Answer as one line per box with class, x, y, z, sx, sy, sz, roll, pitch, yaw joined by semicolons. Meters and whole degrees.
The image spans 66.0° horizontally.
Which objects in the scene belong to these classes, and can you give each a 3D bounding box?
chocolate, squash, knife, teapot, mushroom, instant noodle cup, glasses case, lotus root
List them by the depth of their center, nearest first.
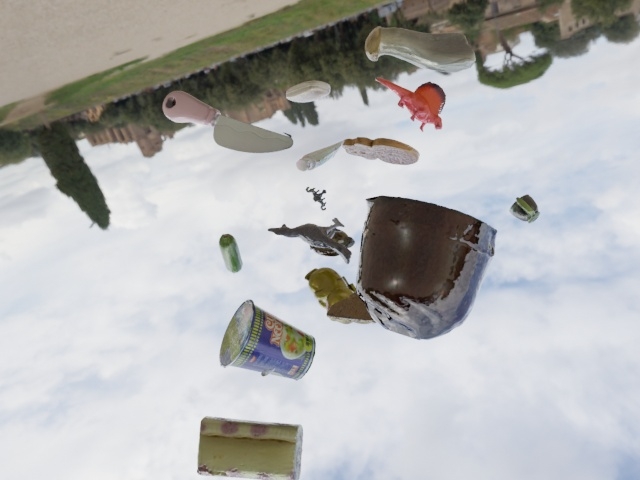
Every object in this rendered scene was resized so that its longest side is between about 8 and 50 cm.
knife;-0.214;-0.249;1.082;0.336;0.081;0.043;25;179;20
chocolate;0.261;0.091;1.321;0.384;0.384;0.331;10;-98;49
mushroom;0.306;-0.602;1.540;0.329;0.122;0.159;7;-163;-3
glasses case;-0.043;-0.487;1.616;0.081;0.051;0.204;-1;-175;-30
teapot;0.734;-0.105;1.769;0.124;0.092;0.091;-8;-131;-40
squash;-0.337;0.056;1.862;0.068;0.219;0.077;-33;-121;-21
instant noodle cup;-0.199;0.417;1.958;0.284;0.312;0.284;-48;-153;35
lotus root;0.048;0.008;2.043;0.210;0.120;0.120;-3;-151;27

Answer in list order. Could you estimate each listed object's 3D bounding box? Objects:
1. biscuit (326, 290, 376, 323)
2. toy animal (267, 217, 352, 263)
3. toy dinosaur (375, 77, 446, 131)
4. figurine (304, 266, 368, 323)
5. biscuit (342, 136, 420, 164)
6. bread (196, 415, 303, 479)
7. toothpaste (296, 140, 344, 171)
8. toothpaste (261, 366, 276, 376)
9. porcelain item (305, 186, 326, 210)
biscuit;0.126;0.210;1.619;0.237;0.026;0.131;-5;-138;51
toy animal;0.007;-0.018;1.827;0.367;0.081;0.206;20;-146;30
toy dinosaur;0.318;-0.484;1.626;0.139;0.286;0.070;-42;170;17
figurine;0.080;0.246;2.083;0.169;0.218;0.326;-38;-129;-2
biscuit;0.224;-0.336;1.828;0.289;0.044;0.202;13;173;25
bread;-0.231;0.694;1.643;0.338;0.187;0.155;2;162;5
toothpaste;0.003;-0.276;1.622;0.058;0.056;0.314;-4;-163;26
toothpaste;-0.145;0.370;1.386;0.015;0.083;0.024;33;-90;17
porcelain item;-0.002;-0.206;2.259;0.075;0.136;0.021;-41;-166;-3
